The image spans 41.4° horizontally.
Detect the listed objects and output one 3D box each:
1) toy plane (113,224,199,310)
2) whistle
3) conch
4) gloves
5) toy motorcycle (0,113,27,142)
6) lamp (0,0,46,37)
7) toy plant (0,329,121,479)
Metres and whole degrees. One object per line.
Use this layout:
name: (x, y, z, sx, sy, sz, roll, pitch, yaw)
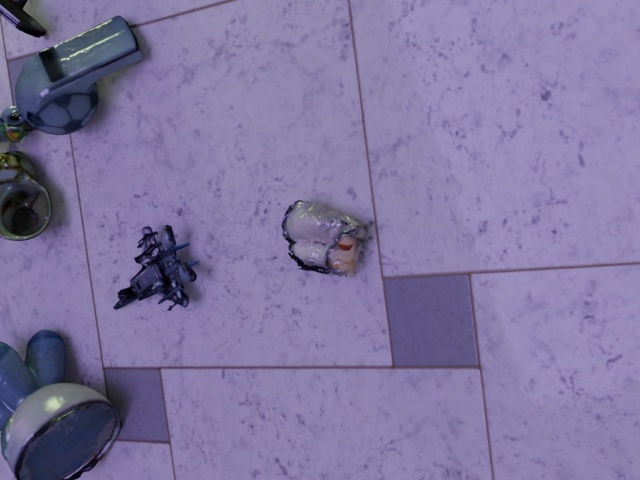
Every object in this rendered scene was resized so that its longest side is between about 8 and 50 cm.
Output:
toy plane: (-0.326, 0.075, 1.586, 0.246, 0.078, 0.169, -33, 81, 29)
whistle: (-0.464, -0.290, 1.598, 0.290, 0.163, 0.163, -27, 82, -6)
conch: (-0.621, -0.092, 1.713, 0.187, 0.124, 0.181, 9, 90, 0)
gloves: (0.002, -0.002, 1.396, 0.153, 0.070, 0.114, 21, 113, 26)
toy motorcycle: (-0.677, -0.214, 1.718, 0.190, 0.074, 0.106, -20, 41, 10)
lamp: (-0.488, -0.490, 1.604, 0.203, 0.124, 0.283, 42, 113, -4)
toy plant: (-0.588, 0.313, 1.701, 0.332, 0.247, 0.247, 40, 114, 27)
